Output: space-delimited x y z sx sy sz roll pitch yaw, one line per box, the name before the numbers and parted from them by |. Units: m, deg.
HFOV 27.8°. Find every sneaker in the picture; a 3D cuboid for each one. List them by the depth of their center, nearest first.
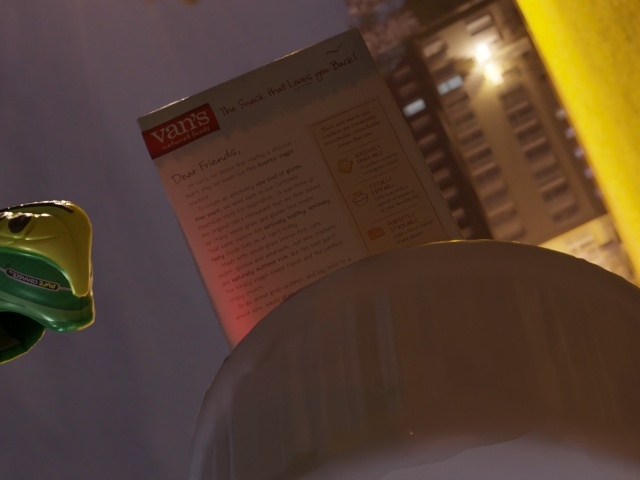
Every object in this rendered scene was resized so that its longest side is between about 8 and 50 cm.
sneaker | -0.294 0.045 1.061 0.109 0.295 0.123 -18 -83 -47

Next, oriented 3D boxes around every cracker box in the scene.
cracker box | 0.000 0.000 0.803 0.067 0.156 0.232 75 172 -68

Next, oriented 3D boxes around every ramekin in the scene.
ramekin | 0.071 0.151 0.597 0.277 0.277 0.135 58 -167 -22
